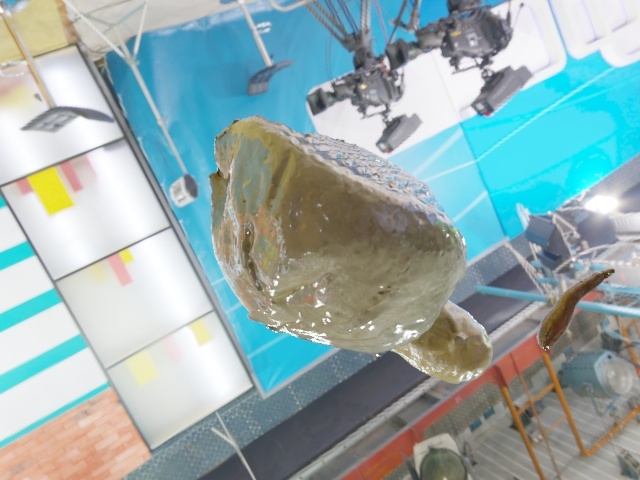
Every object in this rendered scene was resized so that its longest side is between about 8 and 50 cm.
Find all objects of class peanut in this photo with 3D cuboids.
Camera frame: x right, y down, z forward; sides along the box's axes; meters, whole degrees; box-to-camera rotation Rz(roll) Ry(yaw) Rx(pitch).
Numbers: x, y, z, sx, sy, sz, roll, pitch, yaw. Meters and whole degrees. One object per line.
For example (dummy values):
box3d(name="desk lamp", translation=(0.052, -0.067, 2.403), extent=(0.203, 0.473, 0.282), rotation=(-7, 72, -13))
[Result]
box3d(name="peanut", translation=(0.119, 0.115, 0.684), extent=(0.101, 0.117, 0.263), rotation=(-35, -148, -27))

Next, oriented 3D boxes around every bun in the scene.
box3d(name="bun", translation=(0.013, 0.008, 0.513), extent=(0.205, 0.281, 0.281), rotation=(-65, 177, 19))

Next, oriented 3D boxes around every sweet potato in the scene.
box3d(name="sweet potato", translation=(0.511, 0.131, 0.979), extent=(0.214, 0.050, 0.050), rotation=(-52, -170, 2))
